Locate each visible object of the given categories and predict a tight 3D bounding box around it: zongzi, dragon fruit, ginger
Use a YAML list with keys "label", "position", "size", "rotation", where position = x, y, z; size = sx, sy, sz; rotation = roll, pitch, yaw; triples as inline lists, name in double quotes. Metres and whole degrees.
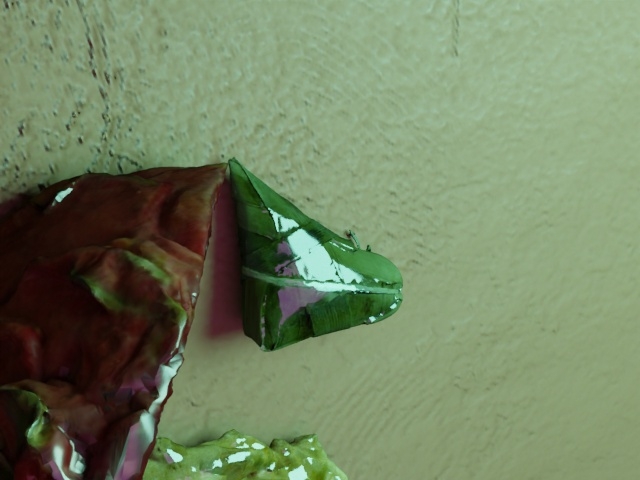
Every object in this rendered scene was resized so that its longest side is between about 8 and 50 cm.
- label: "zongzi"
  position: [0.000, 0.000, 0.855]
  size: [0.109, 0.055, 0.119]
  rotation: [-11, 103, -24]
- label: "dragon fruit"
  position: [-0.157, 0.092, 0.713]
  size: [0.152, 0.205, 0.317]
  rotation: [16, 90, -7]
- label: "ginger"
  position: [-0.072, 0.166, 0.884]
  size: [0.176, 0.052, 0.193]
  rotation: [-31, 108, -24]
